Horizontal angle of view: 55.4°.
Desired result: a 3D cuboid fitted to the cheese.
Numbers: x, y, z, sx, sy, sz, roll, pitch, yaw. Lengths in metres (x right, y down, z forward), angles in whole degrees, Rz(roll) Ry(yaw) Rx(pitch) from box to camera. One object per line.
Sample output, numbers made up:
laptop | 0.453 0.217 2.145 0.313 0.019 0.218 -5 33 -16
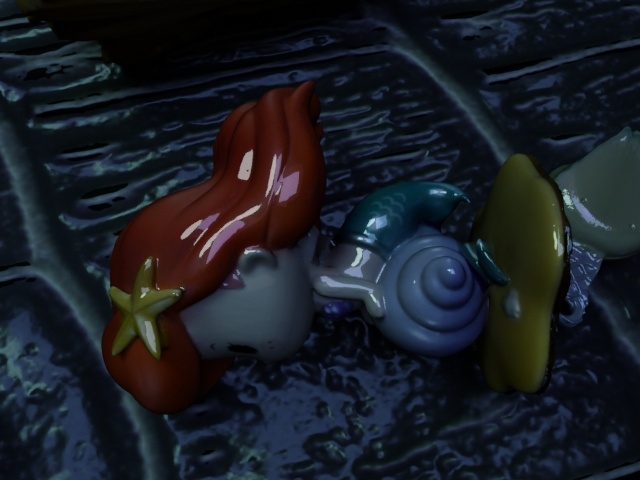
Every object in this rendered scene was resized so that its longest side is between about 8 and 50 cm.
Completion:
cheese | 0.207 -0.016 0.472 0.171 0.047 0.092 -41 76 -16

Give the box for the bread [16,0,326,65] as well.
bread | -0.122 -0.293 0.481 0.324 0.167 0.278 -26 92 -26

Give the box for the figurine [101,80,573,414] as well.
figurine | -0.001 0.006 0.394 0.257 0.181 0.208 3 109 -1
